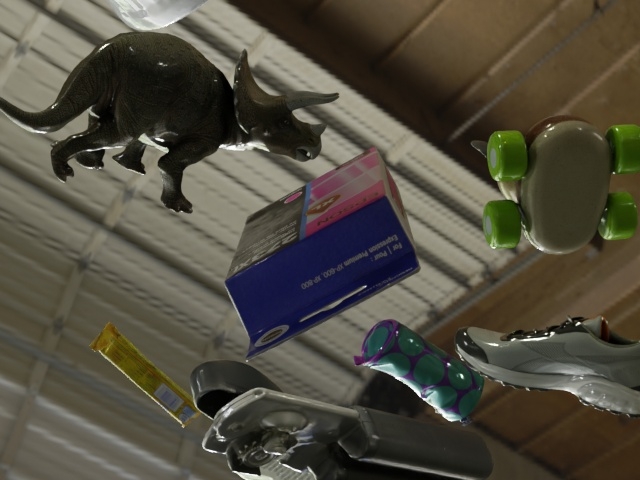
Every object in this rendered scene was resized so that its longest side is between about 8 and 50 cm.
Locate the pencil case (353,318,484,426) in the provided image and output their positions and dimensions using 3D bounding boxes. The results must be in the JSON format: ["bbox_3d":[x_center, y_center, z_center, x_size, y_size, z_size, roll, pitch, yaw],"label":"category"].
[{"bbox_3d":[0.117,0.151,1.315,0.152,0.064,0.070,35,-69,-22],"label":"pencil case"}]

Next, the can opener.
[{"bbox_3d":[0.020,0.148,0.922,0.283,0.095,0.076,19,-55,-41],"label":"can opener"}]

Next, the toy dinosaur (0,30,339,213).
[{"bbox_3d":[-0.147,-0.120,0.984,0.313,0.121,0.160,16,-70,-42],"label":"toy dinosaur"}]

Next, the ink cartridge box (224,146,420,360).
[{"bbox_3d":[0.000,0.000,1.154,0.176,0.371,0.069,-28,-76,7],"label":"ink cartridge box"}]

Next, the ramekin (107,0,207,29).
[{"bbox_3d":[-0.165,-0.371,1.193,0.277,0.277,0.135,-28,-46,31],"label":"ramekin"}]

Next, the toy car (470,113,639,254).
[{"bbox_3d":[0.239,-0.085,1.243,0.155,0.188,0.149,-4,-64,-8],"label":"toy car"}]

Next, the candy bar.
[{"bbox_3d":[-0.211,0.167,1.402,0.161,0.018,0.040,42,-89,-5],"label":"candy bar"}]

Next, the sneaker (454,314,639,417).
[{"bbox_3d":[0.297,0.136,1.419,0.271,0.100,0.108,10,-79,29],"label":"sneaker"}]

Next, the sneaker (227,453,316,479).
[{"bbox_3d":[-0.009,0.349,1.706,0.127,0.126,0.321,40,-17,-25],"label":"sneaker"}]
